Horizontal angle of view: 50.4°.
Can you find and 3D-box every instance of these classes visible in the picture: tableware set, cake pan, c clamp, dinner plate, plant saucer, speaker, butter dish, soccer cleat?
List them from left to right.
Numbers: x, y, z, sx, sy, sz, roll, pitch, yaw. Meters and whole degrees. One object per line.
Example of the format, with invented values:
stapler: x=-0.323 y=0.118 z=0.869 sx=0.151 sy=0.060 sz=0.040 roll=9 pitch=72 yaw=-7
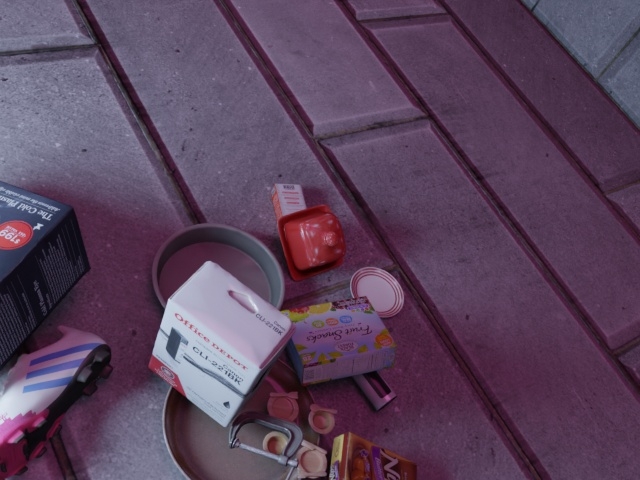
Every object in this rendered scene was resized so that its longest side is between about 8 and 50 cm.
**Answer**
soccer cleat: x=-0.515 y=0.284 z=1.200 sx=0.143 sy=0.116 sz=0.331 roll=24 pitch=45 yaw=16
cake pan: x=-0.224 y=0.094 z=1.491 sx=0.293 sy=0.054 sz=0.293 roll=12 pitch=52 yaw=-15
plant saucer: x=-0.154 y=0.358 z=1.328 sx=0.311 sy=0.050 sz=0.310 roll=12 pitch=51 yaw=-15
c clamp: x=-0.103 y=0.374 z=1.250 sx=0.161 sy=0.022 sz=0.137 roll=17 pitch=38 yaw=23
tableware set: x=-0.043 y=0.374 z=1.320 sx=0.141 sy=0.020 sz=0.168 roll=19 pitch=50 yaw=-10
butter dish: x=0.000 y=0.000 z=1.591 sx=0.160 sy=0.118 sz=0.159 roll=-18 pitch=95 yaw=-32
speaker: x=0.104 y=0.300 z=1.480 sx=0.055 sy=0.055 sz=0.136 roll=-24 pitch=67 yaw=-35
dinner plate: x=0.136 y=0.127 z=1.649 sx=0.141 sy=0.017 sz=0.141 roll=11 pitch=52 yaw=-15

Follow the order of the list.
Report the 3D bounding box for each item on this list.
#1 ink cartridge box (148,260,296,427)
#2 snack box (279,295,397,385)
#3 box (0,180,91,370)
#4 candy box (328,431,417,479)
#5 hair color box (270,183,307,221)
ink cartridge box: x=-0.185 y=0.193 z=1.226 sx=0.197 sy=0.273 sz=0.114 roll=36 pitch=49 yaw=6
snack box: x=0.033 y=0.210 z=1.450 sx=0.207 sy=0.070 sz=0.174 roll=-9 pitch=36 yaw=-16
box: x=-0.654 y=0.046 z=1.202 sx=0.343 sy=0.179 sz=0.312 roll=18 pitch=49 yaw=11
candy box: x=0.106 y=0.461 z=1.325 sx=0.187 sy=0.053 sz=0.109 roll=33 pitch=45 yaw=-26
hair color box: x=-0.073 y=-0.073 z=1.689 sx=0.072 sy=0.043 sz=0.141 roll=1 pitch=56 yaw=-24
